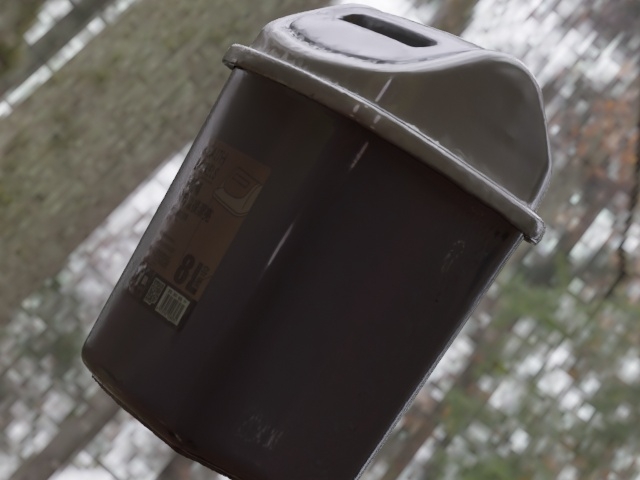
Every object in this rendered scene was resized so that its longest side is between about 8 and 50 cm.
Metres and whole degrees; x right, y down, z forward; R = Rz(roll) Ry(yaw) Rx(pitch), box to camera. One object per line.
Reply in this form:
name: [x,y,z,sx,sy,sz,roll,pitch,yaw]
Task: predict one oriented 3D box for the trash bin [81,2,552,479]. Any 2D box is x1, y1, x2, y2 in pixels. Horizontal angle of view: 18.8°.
trash bin: [0.000,0.000,1.159,0.182,0.290,0.209,32,-1,-33]
